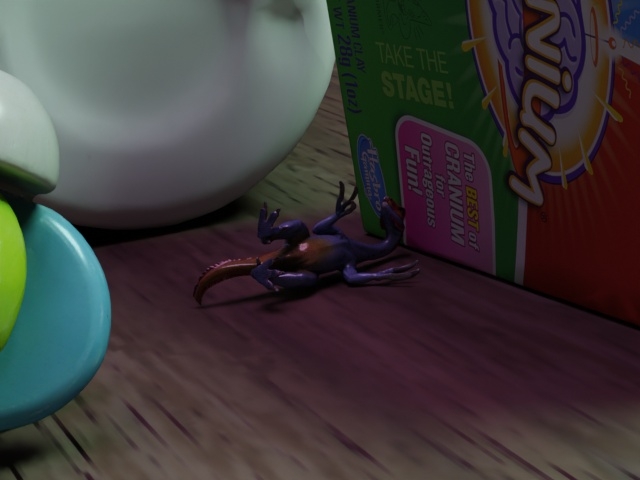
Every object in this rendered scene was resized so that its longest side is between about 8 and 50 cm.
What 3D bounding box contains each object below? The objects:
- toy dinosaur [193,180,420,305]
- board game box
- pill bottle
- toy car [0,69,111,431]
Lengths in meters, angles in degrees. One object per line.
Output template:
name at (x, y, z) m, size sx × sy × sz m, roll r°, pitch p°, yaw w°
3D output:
toy dinosaur at (0.000, 0.000, 0.827) m, size 0.090 × 0.047 × 0.082 m, roll -11°, pitch -7°, yaw 33°
board game box at (0.101, -0.097, 0.740) m, size 0.064 × 0.242 × 0.316 m, roll -17°, pitch 17°, yaw -24°
pill bottle at (-0.129, -0.155, 1.102) m, size 0.224 × 0.224 × 0.392 m, roll -11°, pitch 15°, yaw -7°
toy car at (-0.151, 0.020, 0.691) m, size 0.136 × 0.159 × 0.182 m, roll 27°, pitch -12°, yaw -41°
